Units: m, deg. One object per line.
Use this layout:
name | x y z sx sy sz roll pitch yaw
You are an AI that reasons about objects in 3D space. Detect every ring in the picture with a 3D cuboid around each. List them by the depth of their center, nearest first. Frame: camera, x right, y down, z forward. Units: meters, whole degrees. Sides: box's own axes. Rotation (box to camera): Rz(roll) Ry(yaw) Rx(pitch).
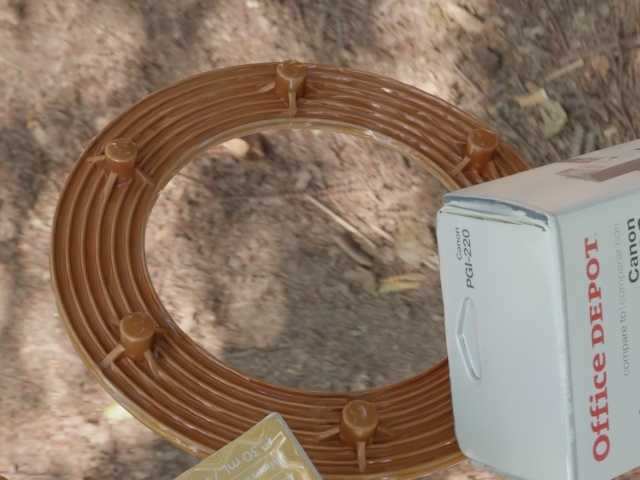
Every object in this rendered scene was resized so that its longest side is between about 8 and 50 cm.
ring | 0.000 0.000 0.879 0.336 0.032 0.337 4 49 -5

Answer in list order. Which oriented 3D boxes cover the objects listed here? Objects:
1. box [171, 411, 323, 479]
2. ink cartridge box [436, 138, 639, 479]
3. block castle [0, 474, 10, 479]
box | -0.026 0.193 0.670 0.130 0.091 0.170 -33 73 -10
ink cartridge box | 0.179 0.030 0.792 0.092 0.218 0.159 14 115 55
block castle | -0.400 0.219 0.863 0.453 0.213 0.303 36 111 -20
